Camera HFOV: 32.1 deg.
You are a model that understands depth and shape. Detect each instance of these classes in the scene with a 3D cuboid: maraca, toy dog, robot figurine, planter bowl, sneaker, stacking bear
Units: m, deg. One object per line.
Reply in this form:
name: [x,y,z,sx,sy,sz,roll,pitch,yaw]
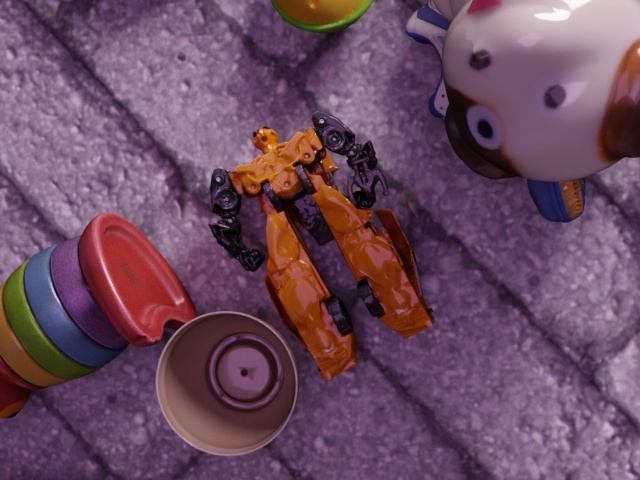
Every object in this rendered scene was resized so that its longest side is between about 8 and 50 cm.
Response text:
maraca: [-0.004,-0.314,1.268,0.127,0.099,0.186,-20,63,0]
toy dog: [0.231,-0.251,1.082,0.284,0.395,0.408,-1,60,33]
robot figurine: [0.000,0.000,1.277,0.211,0.085,0.291,-28,88,8]
planter bowl: [-0.097,0.159,1.283,0.162,0.109,0.162,0,91,9]
sneaker: [0.196,-0.146,1.245,0.131,0.112,0.296,-25,80,19]
stacking bear: [-0.321,0.107,1.298,0.289,0.175,0.164,-32,88,15]
